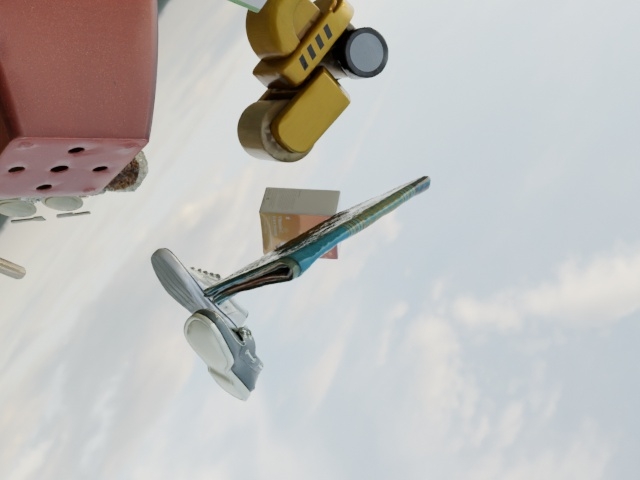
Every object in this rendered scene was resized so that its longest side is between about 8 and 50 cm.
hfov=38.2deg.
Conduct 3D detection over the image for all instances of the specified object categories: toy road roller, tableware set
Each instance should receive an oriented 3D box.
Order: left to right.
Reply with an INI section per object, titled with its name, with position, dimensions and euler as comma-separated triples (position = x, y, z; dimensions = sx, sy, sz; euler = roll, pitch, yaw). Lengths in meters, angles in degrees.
[tableware set]
position = -0.589, -0.087, 1.938
dimensions = 0.194, 0.128, 0.039
euler = -6, -114, 10
[toy road roller]
position = -0.061, -0.328, 1.730
dimensions = 0.330, 0.240, 0.202
euler = -52, -156, -11

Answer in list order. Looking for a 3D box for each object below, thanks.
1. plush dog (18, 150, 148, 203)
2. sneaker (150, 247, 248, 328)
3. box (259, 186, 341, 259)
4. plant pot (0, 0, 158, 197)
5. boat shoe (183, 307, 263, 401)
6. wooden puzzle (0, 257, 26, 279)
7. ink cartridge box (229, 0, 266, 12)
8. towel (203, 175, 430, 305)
[plush dog]
position = -0.401, -0.151, 1.567
dimensions = 0.262, 0.225, 0.211
euler = -139, -110, -79
[sneaker]
position = -0.258, 0.103, 1.990
dimensions = 0.094, 0.258, 0.091
euler = -15, -149, 49
[box]
position = -0.041, -0.038, 2.040
dimensions = 0.091, 0.170, 0.130
euler = -77, 167, -49
[plant pot]
position = -0.360, -0.195, 1.193
dimensions = 0.267, 0.267, 0.236
euler = -31, -111, 47
[boat shoe]
position = -0.186, 0.212, 1.865
dimensions = 0.116, 0.319, 0.099
euler = 25, -117, 26
[wooden puzzle]
position = -0.648, 0.014, 1.571
dimensions = 0.238, 0.221, 0.044
euler = 9, -105, 44
[ink cartridge box]
position = -0.108, -0.495, 1.495
dimensions = 0.235, 0.171, 0.056
euler = -49, -129, 27
[towel]
position = 0.000, 0.000, 1.620
dimensions = 0.370, 0.040, 0.271
euler = -31, -174, -40
